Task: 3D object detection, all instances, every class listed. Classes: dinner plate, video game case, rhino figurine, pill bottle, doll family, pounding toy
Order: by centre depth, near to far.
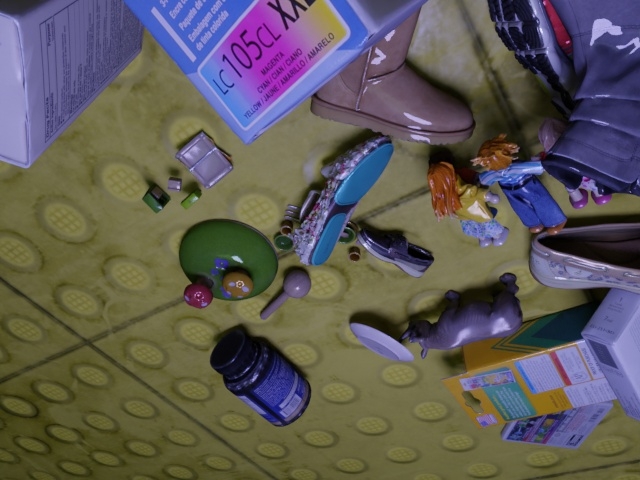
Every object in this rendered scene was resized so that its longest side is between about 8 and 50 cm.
[{"bbox_3d":[0.239,-0.068,0.657,0.163,0.118,0.263,43,148,-26],"label":"doll family"},{"bbox_3d":[-0.152,0.081,0.884,0.237,0.110,0.183,34,126,-20],"label":"pounding toy"},{"bbox_3d":[0.248,0.148,0.894,0.243,0.106,0.073,-24,123,24],"label":"rhino figurine"},{"bbox_3d":[0.116,0.205,0.968,0.141,0.017,0.141,28,161,11],"label":"dinner plate"},{"bbox_3d":[-0.127,0.291,1.049,0.123,0.123,0.219,-25,122,25],"label":"pill bottle"},{"bbox_3d":[0.537,0.414,1.138,0.183,0.023,0.201,6,131,1],"label":"video game case"}]

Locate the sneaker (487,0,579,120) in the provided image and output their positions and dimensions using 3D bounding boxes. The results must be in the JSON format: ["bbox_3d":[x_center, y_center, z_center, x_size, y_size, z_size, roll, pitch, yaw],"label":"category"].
[{"bbox_3d":[0.303,-0.243,0.584,0.118,0.107,0.279,-44,118,14],"label":"sneaker"}]

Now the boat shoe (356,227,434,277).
[{"bbox_3d":[0.128,0.011,0.832,0.152,0.056,0.049,26,120,-29],"label":"boat shoe"}]

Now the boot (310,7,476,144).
[{"bbox_3d":[0.106,-0.259,0.583,0.236,0.089,0.269,9,129,-1],"label":"boot"}]

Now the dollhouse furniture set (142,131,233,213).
[{"bbox_3d":[-0.212,-0.105,0.793,0.151,0.058,0.076,-38,110,10],"label":"dollhouse furniture set"}]

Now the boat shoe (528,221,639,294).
[{"bbox_3d":[0.469,0.021,0.743,0.285,0.104,0.089,-6,145,18],"label":"boat shoe"}]

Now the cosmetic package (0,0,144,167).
[{"bbox_3d":[-0.295,-0.231,0.517,0.129,0.296,0.153,18,129,-10],"label":"cosmetic package"}]

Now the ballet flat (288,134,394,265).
[{"bbox_3d":[0.018,-0.068,0.754,0.091,0.077,0.241,0,128,-53],"label":"ballet flat"}]

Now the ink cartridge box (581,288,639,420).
[{"bbox_3d":[0.573,0.151,0.841,0.239,0.060,0.275,-49,120,-13],"label":"ink cartridge box"}]

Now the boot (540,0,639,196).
[{"bbox_3d":[0.273,-0.170,0.481,0.338,0.118,0.223,19,100,-20],"label":"boot"}]

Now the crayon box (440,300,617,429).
[{"bbox_3d":[0.425,0.257,0.980,0.323,0.083,0.203,-24,123,23],"label":"crayon box"}]

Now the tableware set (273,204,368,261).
[{"bbox_3d":[0.000,0.000,0.854,0.154,0.024,0.104,16,130,-7],"label":"tableware set"}]

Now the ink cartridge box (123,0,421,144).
[{"bbox_3d":[-0.088,-0.313,0.401,0.151,0.270,0.395,-29,106,36],"label":"ink cartridge box"}]
